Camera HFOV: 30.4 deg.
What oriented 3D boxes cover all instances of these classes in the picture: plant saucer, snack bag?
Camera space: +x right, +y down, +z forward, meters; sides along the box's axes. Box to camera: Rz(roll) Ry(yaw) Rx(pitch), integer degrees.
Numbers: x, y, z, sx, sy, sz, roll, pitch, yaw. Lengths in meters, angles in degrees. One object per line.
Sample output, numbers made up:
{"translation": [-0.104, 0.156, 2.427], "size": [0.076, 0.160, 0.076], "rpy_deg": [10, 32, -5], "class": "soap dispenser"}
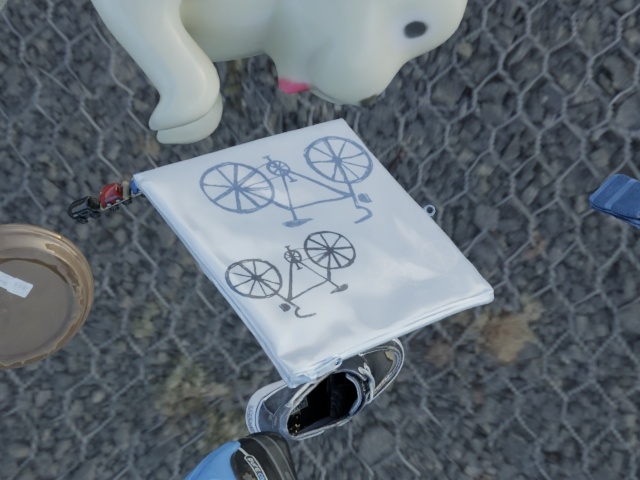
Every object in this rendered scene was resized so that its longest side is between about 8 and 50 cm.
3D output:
{"translation": [-0.498, 0.100, 1.885], "size": [0.277, 0.041, 0.278], "rpy_deg": [-12, 125, -18], "class": "plant saucer"}
{"translation": [0.000, 0.000, 1.375], "size": [0.323, 0.037, 0.342], "rpy_deg": [-19, 56, -35], "class": "snack bag"}

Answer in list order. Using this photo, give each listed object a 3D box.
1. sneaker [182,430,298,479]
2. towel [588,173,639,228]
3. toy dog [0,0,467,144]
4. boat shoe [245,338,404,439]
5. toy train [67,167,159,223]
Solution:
{"translation": [0.004, 0.166, 0.520], "size": [0.067, 0.078, 0.188], "rpy_deg": [-14, 110, 40], "class": "sneaker"}
{"translation": [0.434, -0.058, 1.660], "size": [0.067, 0.119, 0.029], "rpy_deg": [-43, 114, -6], "class": "towel"}
{"translation": [-0.074, -0.258, 0.943], "size": [0.407, 0.284, 0.396], "rpy_deg": [24, 75, 1], "class": "toy dog"}
{"translation": [0.032, 0.216, 1.735], "size": [0.301, 0.102, 0.108], "rpy_deg": [-19, 103, -40], "class": "boat shoe"}
{"translation": [-0.252, -0.056, 1.452], "size": [0.158, 0.036, 0.027], "rpy_deg": [-20, 60, 30], "class": "toy train"}
